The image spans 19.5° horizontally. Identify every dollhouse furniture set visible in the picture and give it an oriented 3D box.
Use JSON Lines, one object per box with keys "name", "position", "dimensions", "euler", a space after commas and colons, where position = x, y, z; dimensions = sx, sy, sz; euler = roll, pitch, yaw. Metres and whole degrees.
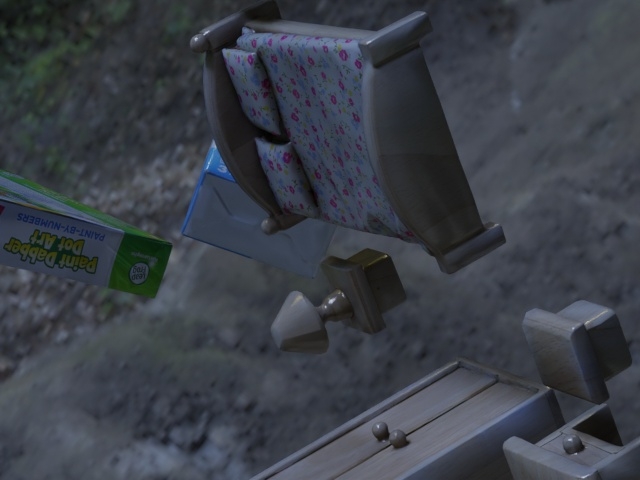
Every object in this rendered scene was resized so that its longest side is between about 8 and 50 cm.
{"name": "dollhouse furniture set", "position": [0.000, 0.000, 1.008], "dimensions": [0.173, 0.303, 0.356], "euler": [-29, 110, -21]}

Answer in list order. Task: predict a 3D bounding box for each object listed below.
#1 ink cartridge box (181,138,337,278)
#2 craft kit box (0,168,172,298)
{"name": "ink cartridge box", "position": [-0.033, -0.055, 1.401], "dimensions": [0.104, 0.062, 0.181], "euler": [19, 30, -4]}
{"name": "craft kit box", "position": [-0.290, -0.030, 1.521], "dimensions": [0.246, 0.061, 0.250], "euler": [12, 7, -45]}
